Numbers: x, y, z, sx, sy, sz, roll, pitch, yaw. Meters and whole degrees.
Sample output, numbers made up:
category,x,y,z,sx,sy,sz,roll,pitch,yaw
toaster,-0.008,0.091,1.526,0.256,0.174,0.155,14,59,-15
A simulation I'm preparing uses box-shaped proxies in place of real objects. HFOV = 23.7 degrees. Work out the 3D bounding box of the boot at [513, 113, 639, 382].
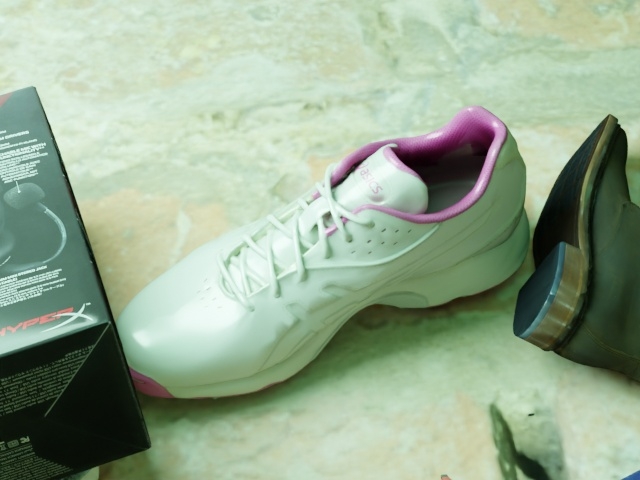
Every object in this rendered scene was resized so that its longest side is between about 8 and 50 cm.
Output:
category,x,y,z,sx,sy,sz,roll,pitch,yaw
boot,0.206,0.009,1.050,0.106,0.082,0.219,29,49,-6

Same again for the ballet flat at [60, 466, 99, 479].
category,x,y,z,sx,sy,sz,roll,pitch,yaw
ballet flat,-0.173,0.176,0.912,0.070,0.070,0.188,26,57,19

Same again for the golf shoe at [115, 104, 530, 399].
category,x,y,z,sx,sy,sz,roll,pitch,yaw
golf shoe,0.000,0.000,0.999,0.306,0.140,0.115,-24,57,-17

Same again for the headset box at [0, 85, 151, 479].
category,x,y,z,sx,sy,sz,roll,pitch,yaw
headset box,-0.248,0.031,0.949,0.218,0.110,0.293,-18,40,-9

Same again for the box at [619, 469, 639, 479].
category,x,y,z,sx,sy,sz,roll,pitch,yaw
box,0.171,0.219,0.890,0.225,0.036,0.136,-24,55,-17

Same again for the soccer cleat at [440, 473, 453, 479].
category,x,y,z,sx,sy,sz,roll,pitch,yaw
soccer cleat,0.053,0.171,0.931,0.083,0.029,0.035,-17,49,-19
